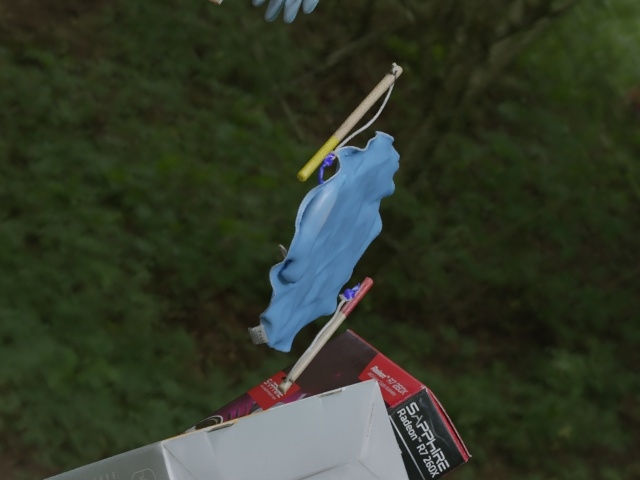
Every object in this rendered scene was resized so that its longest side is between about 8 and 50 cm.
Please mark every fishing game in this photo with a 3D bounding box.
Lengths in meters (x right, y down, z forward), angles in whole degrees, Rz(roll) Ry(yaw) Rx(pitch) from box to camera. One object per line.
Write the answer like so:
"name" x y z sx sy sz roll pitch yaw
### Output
"fishing game" 0.000 0.000 1.133 0.041 0.189 0.264 28 -33 18

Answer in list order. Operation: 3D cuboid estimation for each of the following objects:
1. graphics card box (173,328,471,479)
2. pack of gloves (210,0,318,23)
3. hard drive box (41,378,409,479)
"graphics card box" -0.071 0.232 1.374 0.094 0.371 0.233 61 -9 -17
"pack of gloves" -0.029 -0.332 1.558 0.195 0.232 0.046 26 -6 36
"hard drive box" -0.091 0.165 0.880 0.181 0.232 0.089 -9 79 -50
